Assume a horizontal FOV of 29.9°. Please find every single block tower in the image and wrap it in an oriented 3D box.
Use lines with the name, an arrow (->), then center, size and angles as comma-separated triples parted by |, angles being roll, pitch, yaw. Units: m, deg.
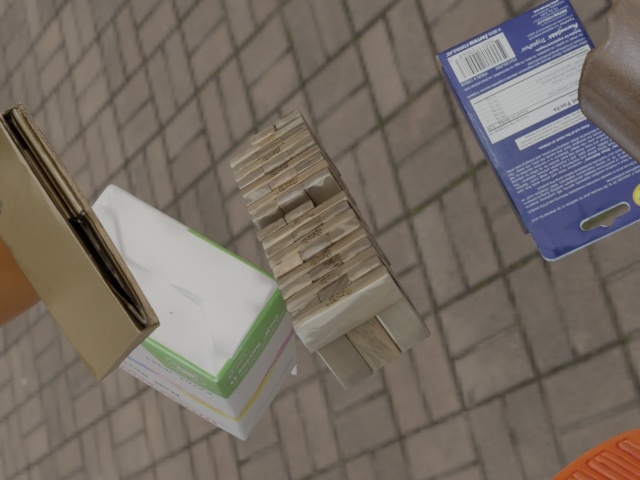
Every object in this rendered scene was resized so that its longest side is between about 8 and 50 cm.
block tower -> 0.000, 0.000, 1.098 | 0.091, 0.097, 0.335 | -33, 31, 5

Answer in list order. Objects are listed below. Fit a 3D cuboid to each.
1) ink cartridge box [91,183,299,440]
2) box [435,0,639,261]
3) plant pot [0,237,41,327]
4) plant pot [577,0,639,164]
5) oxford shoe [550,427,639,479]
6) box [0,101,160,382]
ink cartridge box -> -0.141, 0.097, 1.266 | 0.207, 0.119, 0.353 | 29, 164, 12
box -> 0.216, -0.101, 1.103 | 0.036, 0.136, 0.225 | 59, -174, -74
plant pot -> -0.427, 0.003, 1.319 | 0.291, 0.203, 0.291 | 53, 155, 39
plant pot -> 0.221, -0.062, 0.555 | 0.165, 0.167, 0.167 | 43, 125, 25
oxford shoe -> 0.213, 0.312, 1.042 | 0.130, 0.364, 0.132 | 34, 150, 22
box -> -0.177, 0.012, 0.824 | 0.164, 0.021, 0.201 | 56, 156, 3
